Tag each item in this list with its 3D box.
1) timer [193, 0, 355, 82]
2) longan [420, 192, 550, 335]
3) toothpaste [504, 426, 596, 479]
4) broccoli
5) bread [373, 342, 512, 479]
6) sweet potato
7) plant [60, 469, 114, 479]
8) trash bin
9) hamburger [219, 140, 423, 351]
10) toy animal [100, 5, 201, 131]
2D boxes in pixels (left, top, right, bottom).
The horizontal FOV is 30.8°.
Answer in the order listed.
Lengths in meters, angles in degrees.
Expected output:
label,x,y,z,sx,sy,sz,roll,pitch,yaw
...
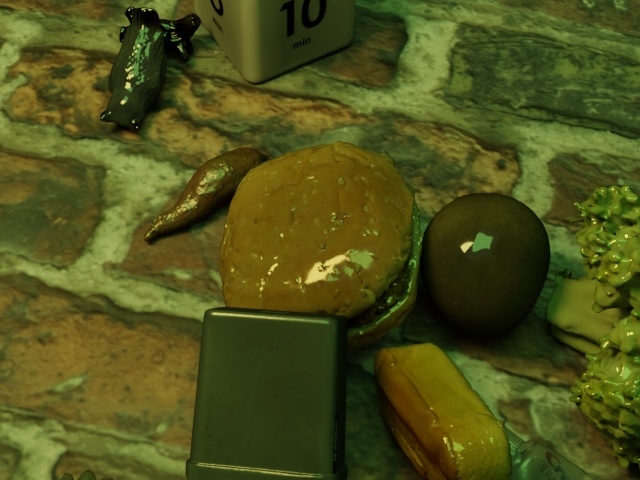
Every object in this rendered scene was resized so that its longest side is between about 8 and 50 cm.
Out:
label,x,y,z,sx,sy,sz,roll,pitch,yaw
timer,-0.071,-0.386,1.731,0.192,0.195,0.194,-25,60,-18
longan,0.207,0.026,1.465,0.189,0.189,0.189,1,55,-1
toothpaste,0.282,0.308,1.341,0.282,0.068,0.099,41,91,17
broccoli,0.409,0.101,1.400,0.293,0.347,0.281,8,6,-44
bread,0.130,0.206,1.339,0.094,0.102,0.245,-10,29,-17
sweet potato,-0.153,-0.072,1.587,0.226,0.068,0.068,-37,64,-24
plant,-0.247,0.343,1.249,0.129,0.132,0.194,13,60,4
trash bin,-0.056,0.197,1.314,0.177,0.101,0.236,4,90,13
hamburger,-0.001,0.001,1.459,0.260,0.144,0.283,-20,42,16
toy animal,-0.253,-0.257,1.683,0.121,0.117,0.210,12,53,-2
